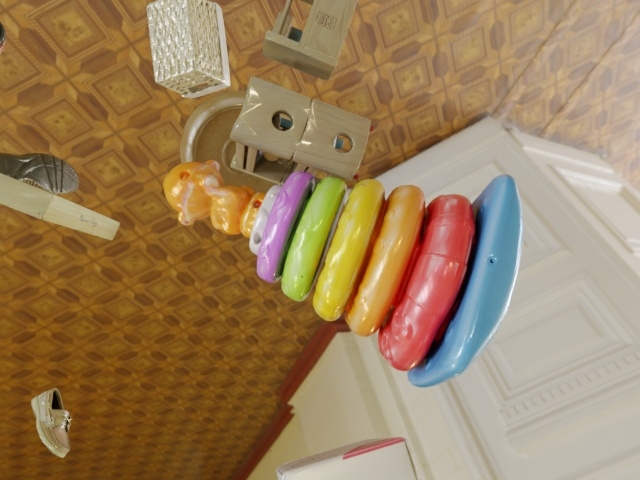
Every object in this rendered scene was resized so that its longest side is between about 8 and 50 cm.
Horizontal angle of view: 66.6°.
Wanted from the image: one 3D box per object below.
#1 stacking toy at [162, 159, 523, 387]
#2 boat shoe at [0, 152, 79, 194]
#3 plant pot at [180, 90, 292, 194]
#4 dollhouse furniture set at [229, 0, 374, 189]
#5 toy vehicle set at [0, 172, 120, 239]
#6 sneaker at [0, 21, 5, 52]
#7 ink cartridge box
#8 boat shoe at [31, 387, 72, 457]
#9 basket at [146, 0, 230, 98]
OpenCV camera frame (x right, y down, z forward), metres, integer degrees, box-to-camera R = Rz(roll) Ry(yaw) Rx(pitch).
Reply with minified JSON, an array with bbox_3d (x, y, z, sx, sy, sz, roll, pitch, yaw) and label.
[{"bbox_3d":[0.000,0.000,0.436,0.301,0.175,0.166,20,160,3],"label":"stacking toy"},{"bbox_3d":[-0.578,-0.126,0.940,0.073,0.080,0.223,-9,179,22],"label":"boat shoe"},{"bbox_3d":[-0.150,-0.165,0.939,0.236,0.032,0.236,-4,111,-9],"label":"plant pot"},{"bbox_3d":[-0.008,-0.157,0.534,0.128,0.184,0.129,19,172,-8],"label":"dollhouse furniture set"},{"bbox_3d":[-0.428,-0.059,0.736,0.166,0.035,0.267,22,173,-3],"label":"toy vehicle set"},{"bbox_3d":[-0.708,-0.421,0.866,0.270,0.090,0.145,36,158,-30],"label":"sneaker"},{"bbox_3d":[0.038,0.432,0.857,0.207,0.117,0.283,-12,159,-12],"label":"ink cartridge box"},{"bbox_3d":[-0.457,0.309,0.839,0.045,0.135,0.050,-37,144,-15],"label":"boat shoe"},{"bbox_3d":[-0.256,-0.377,0.944,0.113,0.167,0.103,-8,180,24],"label":"basket"}]
